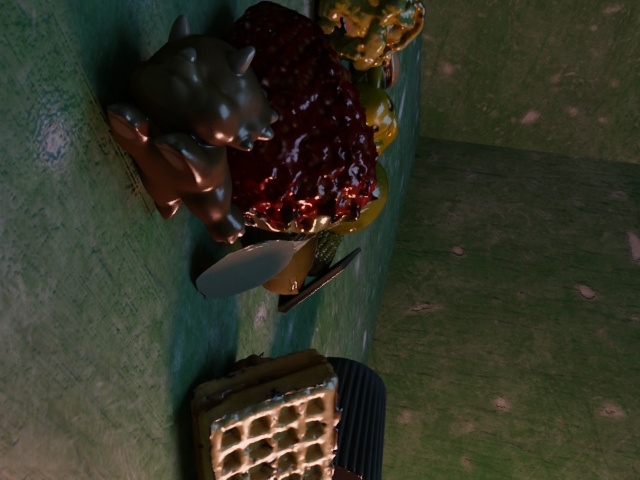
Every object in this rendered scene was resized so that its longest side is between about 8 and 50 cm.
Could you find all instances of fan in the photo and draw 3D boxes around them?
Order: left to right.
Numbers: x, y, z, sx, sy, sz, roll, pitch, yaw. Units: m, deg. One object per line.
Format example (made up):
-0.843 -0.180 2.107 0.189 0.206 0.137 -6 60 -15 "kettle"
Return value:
-0.059 0.015 1.238 0.010 0.310 0.182 63 -1 21 "fan"

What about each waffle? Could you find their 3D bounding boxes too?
-0.102 0.397 1.355 0.261 0.114 0.376 -15 124 -30 "waffle"

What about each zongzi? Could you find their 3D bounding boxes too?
-0.059 -0.076 1.418 0.274 0.145 0.300 81 20 -62 "zongzi"

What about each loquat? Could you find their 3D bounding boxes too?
-0.120 0.284 1.447 0.113 0.137 0.137 11 88 -52 "loquat"

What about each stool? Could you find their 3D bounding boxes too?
0.027 0.496 1.920 0.330 0.297 0.297 -73 166 -47 "stool"

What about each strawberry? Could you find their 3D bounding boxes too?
-0.038 -0.182 1.117 0.292 0.292 0.344 -35 126 -74 "strawberry"

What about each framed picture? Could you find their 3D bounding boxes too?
0.007 0.095 1.843 0.023 0.189 0.260 54 16 1 "framed picture"

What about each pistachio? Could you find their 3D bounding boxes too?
0.154 -0.509 2.135 0.144 0.143 0.215 -67 156 -49 "pistachio"

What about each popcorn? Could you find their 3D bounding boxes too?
0.105 -0.486 1.676 0.212 0.259 0.259 -59 177 24 "popcorn"

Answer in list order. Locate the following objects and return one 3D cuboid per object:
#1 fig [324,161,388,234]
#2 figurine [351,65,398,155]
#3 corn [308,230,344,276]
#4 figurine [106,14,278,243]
0.038 -0.107 1.734 0.230 0.207 0.207 -42 146 -34 "fig"
0.121 -0.334 2.003 0.218 0.169 0.327 -54 168 -11 "figurine"
0.000 0.000 1.881 0.293 0.106 0.106 -62 158 -65 "corn"
-0.140 -0.140 0.907 0.173 0.177 0.247 -55 146 -23 "figurine"
